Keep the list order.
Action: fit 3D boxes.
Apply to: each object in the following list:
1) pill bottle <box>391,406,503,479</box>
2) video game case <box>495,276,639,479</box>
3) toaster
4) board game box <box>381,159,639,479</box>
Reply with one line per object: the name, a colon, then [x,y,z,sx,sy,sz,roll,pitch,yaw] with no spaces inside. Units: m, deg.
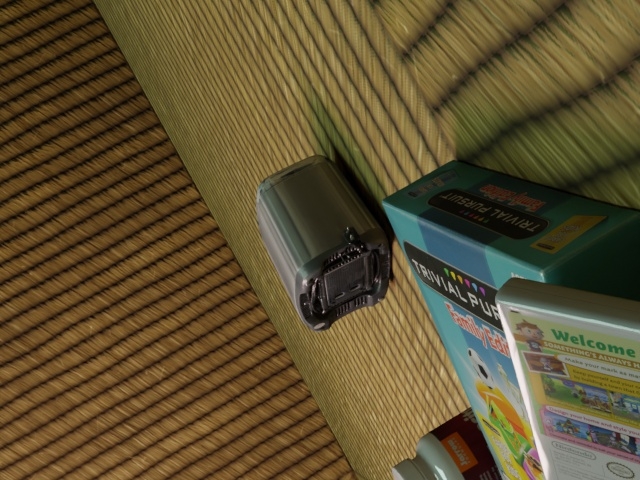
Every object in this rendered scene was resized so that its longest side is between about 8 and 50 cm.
pill bottle: [0.150,0.210,0.928,0.086,0.152,0.086,57,168,18]
video game case: [0.209,0.114,0.513,0.212,0.023,0.193,11,136,40]
toaster: [0.000,0.000,1.156,0.146,0.129,0.227,58,171,25]
board game box: [0.186,0.118,0.727,0.336,0.079,0.254,64,169,-19]
